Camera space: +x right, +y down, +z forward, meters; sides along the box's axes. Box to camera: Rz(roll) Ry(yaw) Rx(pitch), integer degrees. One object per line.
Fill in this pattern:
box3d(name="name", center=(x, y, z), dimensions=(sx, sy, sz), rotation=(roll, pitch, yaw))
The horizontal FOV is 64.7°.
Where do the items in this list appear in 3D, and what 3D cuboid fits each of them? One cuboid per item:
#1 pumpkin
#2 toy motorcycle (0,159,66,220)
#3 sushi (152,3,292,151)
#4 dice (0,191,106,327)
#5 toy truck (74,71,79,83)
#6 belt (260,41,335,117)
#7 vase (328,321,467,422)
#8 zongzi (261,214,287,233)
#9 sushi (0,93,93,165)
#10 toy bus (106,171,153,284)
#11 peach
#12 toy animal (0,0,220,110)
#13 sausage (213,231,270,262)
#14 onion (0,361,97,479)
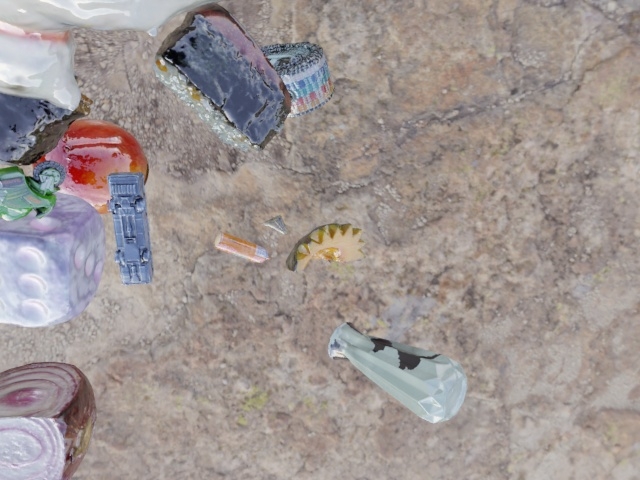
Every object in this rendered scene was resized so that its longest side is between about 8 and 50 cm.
box3d(name="pumpkin", center=(0.000, 0.000, 1.479), dimensions=(0.254, 0.149, 0.130), rotation=(-10, 113, -33))
box3d(name="toy motorcycle", center=(-0.530, -0.076, 0.862), dimensions=(0.190, 0.074, 0.106), rotation=(-18, 129, -27))
box3d(name="sushi", center=(-0.150, -0.243, 0.790), dimensions=(0.126, 0.136, 0.225), rotation=(-51, 130, -15))
box3d(name="dice", center=(-0.722, 0.039, 1.284), dimensions=(0.271, 0.271, 0.269), rotation=(8, 117, -6))
box3d(name="toy truck", center=(-0.734, -0.394, 1.233), dimensions=(0.257, 0.108, 0.140), rotation=(25, 127, -6))
box3d(name="belt", center=(-0.103, -0.438, 1.415), dimensions=(0.206, 0.295, 0.160), rotation=(-53, 138, -30))
box3d(name="vase", center=(0.189, 0.325, 1.302), dimensions=(0.165, 0.360, 0.164), rotation=(-19, 117, -42))
box3d(name="zongzi", center=(-0.171, -0.046, 1.888), dimensions=(0.083, 0.040, 0.076), rotation=(-25, 105, -8))
box3d(name="sushi", center=(-0.555, -0.281, 0.799), dimensions=(0.348, 0.234, 0.207), rotation=(43, 100, -5))
box3d(name="toy bus", center=(-0.271, -0.019, 0.729), dimensions=(0.047, 0.065, 0.165), rotation=(-2, 109, -9))
box3d(name="peach", center=(-0.804, -0.262, 1.767), dimensions=(0.371, 0.370, 0.369), rotation=(-7, 113, -16))
box3d(name="toy animal", center=(-0.249, -0.239, 0.544), dimensions=(0.308, 0.266, 0.187), rotation=(8, 87, -23))
box3d(name="sausage", center=(-0.302, 0.035, 2.003), dimensions=(0.234, 0.071, 0.071), rotation=(22, 102, -27))
box3d(name="onion", center=(-0.503, 0.338, 0.886), dimensions=(0.217, 0.207, 0.205), rotation=(5, 106, 0))
